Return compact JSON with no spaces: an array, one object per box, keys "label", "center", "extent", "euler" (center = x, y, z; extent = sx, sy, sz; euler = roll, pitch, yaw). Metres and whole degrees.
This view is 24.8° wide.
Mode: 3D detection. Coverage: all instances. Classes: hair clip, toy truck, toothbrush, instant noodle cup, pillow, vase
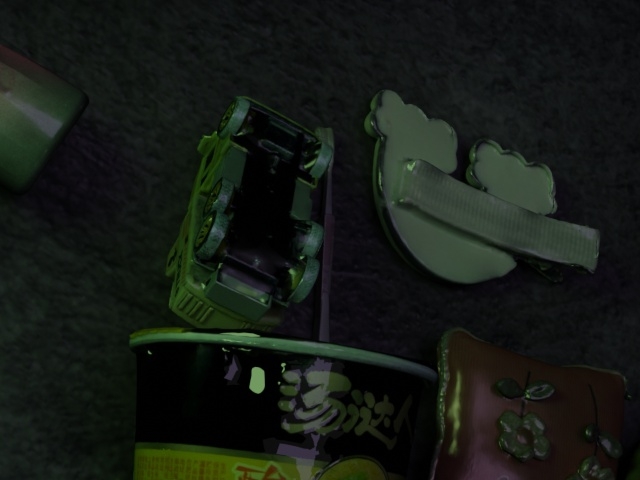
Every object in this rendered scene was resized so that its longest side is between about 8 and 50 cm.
[{"label":"hair clip","center":[0.127,-0.026,1.197],"extent":[0.220,0.054,0.140],"euler":[22,69,-19]},{"label":"toy truck","center":[-0.058,-0.005,1.035],"extent":[0.085,0.116,0.191],"euler":[27,38,-18]},{"label":"toothbrush","center":[0.002,0.001,1.137],"extent":[0.017,0.014,0.194],"euler":[10,69,-27]},{"label":"instant noodle cup","center":[-0.040,0.184,0.953],"extent":[0.215,0.215,0.236],"euler":[14,77,-25]},{"label":"pillow","center":[0.165,0.163,1.136],"extent":[0.179,0.075,0.171],"euler":[18,67,-22]},{"label":"vase","center":[-0.269,-0.124,0.993],"extent":[0.214,0.086,0.086],"euler":[35,60,-10]}]

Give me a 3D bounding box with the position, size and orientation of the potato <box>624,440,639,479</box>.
[{"label":"potato","center":[0.329,0.213,1.133],"extent":[0.160,0.111,0.272],"euler":[38,33,-1]}]
